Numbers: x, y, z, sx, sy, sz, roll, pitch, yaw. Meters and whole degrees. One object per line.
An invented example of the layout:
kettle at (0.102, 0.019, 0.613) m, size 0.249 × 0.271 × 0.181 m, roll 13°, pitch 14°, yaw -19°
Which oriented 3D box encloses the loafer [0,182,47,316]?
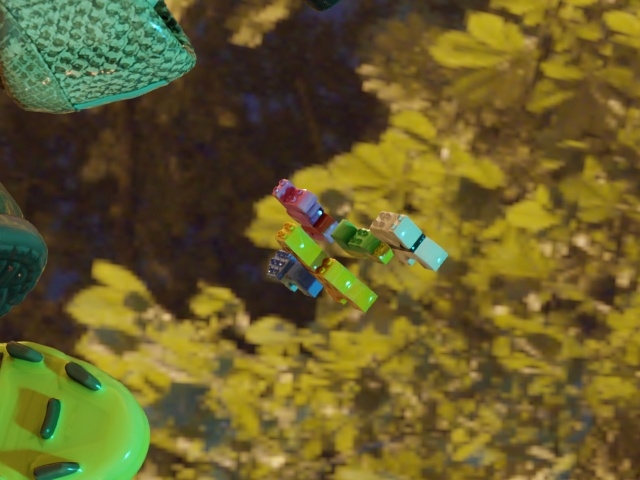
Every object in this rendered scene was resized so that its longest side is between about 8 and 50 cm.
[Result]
loafer at (-0.358, -0.016, 1.087) m, size 0.134 × 0.366 × 0.130 m, roll -50°, pitch -129°, yaw 31°

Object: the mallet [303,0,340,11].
mallet at (0.056, -0.216, 1.162) m, size 0.189 × 0.062 × 0.039 m, roll -22°, pitch -143°, yaw 20°

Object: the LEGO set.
LEGO set at (0.000, 0.000, 1.514) m, size 0.087 × 0.093 × 0.227 m, roll -52°, pitch -152°, yaw -14°

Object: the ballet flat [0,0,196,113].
ballet flat at (-0.143, -0.325, 1.087) m, size 0.182 × 0.164 × 0.483 m, roll -6°, pitch -92°, yaw 8°

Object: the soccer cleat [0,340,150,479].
soccer cleat at (-0.207, 0.122, 0.945) m, size 0.289 × 0.121 × 0.093 m, roll -10°, pitch -123°, yaw 26°
